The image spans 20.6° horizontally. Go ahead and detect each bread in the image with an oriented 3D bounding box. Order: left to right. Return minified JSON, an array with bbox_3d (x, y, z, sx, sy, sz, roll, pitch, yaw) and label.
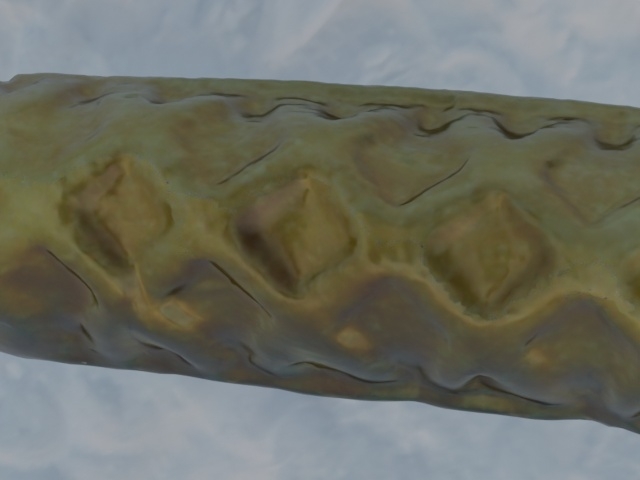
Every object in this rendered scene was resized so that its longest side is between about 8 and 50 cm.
[{"bbox_3d":[0.000,0.000,0.505,0.269,0.098,0.087,6,115,16],"label":"bread"}]
